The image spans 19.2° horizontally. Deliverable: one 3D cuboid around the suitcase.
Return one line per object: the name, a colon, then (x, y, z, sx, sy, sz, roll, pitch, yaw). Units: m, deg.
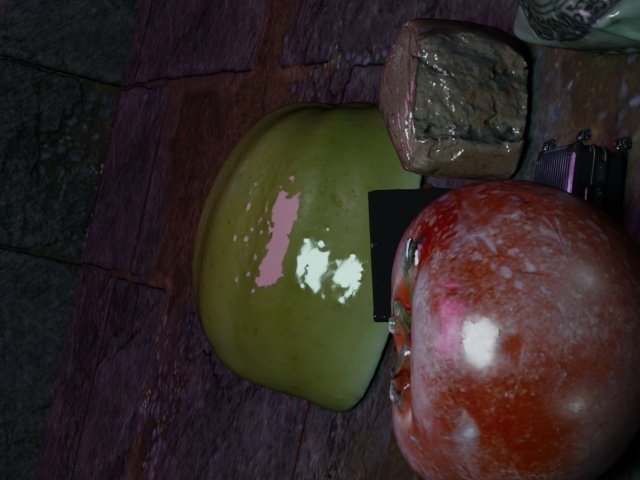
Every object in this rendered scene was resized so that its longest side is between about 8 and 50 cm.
suitcase: (0.229, -0.031, 1.693, 0.086, 0.059, 0.126, 164, 115, -68)

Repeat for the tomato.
tomato: (0.168, 0.083, 1.544, 0.270, 0.227, 0.270, -178, 90, -86)

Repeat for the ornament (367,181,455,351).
ornament: (0.123, 0.057, 1.901, 0.196, 0.153, 0.166, 91, 179, -56)

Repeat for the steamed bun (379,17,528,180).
steamed bun: (0.134, -0.144, 1.885, 0.106, 0.144, 0.175, 136, 137, -53)

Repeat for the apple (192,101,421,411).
apple: (0.000, 0.000, 2.226, 0.320, 0.311, 0.360, 16, 95, 25)

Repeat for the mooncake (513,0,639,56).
mooncake: (0.260, -0.290, 1.659, 0.254, 0.136, 0.250, -164, 83, -70)
